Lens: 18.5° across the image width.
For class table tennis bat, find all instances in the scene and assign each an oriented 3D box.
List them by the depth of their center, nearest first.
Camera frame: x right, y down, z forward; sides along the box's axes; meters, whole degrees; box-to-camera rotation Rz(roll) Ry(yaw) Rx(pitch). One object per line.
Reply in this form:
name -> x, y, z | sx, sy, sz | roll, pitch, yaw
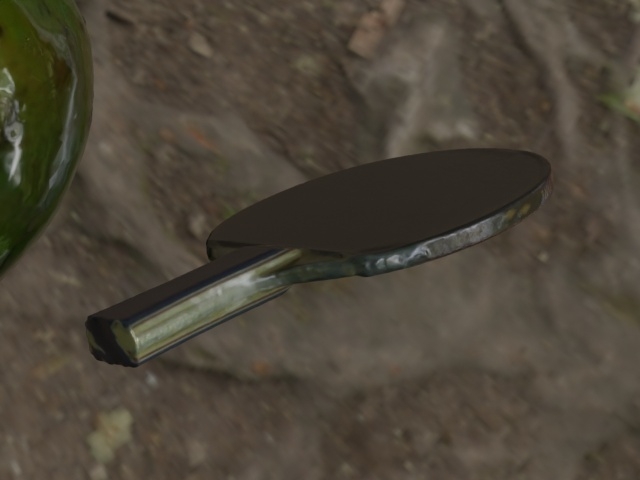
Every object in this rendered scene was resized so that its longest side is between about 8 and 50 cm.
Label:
table tennis bat -> 0.000, 0.000, 0.555 | 0.158, 0.095, 0.014 | -26, 112, -40

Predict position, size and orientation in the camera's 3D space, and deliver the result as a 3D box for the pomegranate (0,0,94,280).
pomegranate -> -0.251, -0.089, 0.921 | 0.302, 0.236, 0.236 | 30, 94, -34
